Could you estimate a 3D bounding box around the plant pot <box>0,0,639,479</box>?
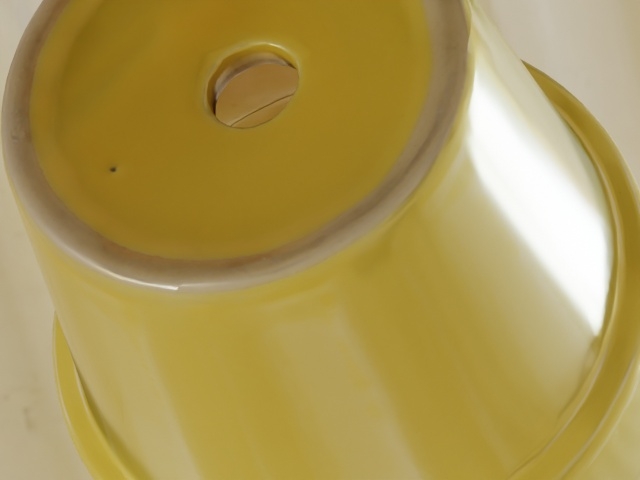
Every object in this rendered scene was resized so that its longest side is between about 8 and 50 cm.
[{"bbox_3d":[0.000,0.000,0.685,0.254,0.254,0.239,-6,151,12],"label":"plant pot"}]
